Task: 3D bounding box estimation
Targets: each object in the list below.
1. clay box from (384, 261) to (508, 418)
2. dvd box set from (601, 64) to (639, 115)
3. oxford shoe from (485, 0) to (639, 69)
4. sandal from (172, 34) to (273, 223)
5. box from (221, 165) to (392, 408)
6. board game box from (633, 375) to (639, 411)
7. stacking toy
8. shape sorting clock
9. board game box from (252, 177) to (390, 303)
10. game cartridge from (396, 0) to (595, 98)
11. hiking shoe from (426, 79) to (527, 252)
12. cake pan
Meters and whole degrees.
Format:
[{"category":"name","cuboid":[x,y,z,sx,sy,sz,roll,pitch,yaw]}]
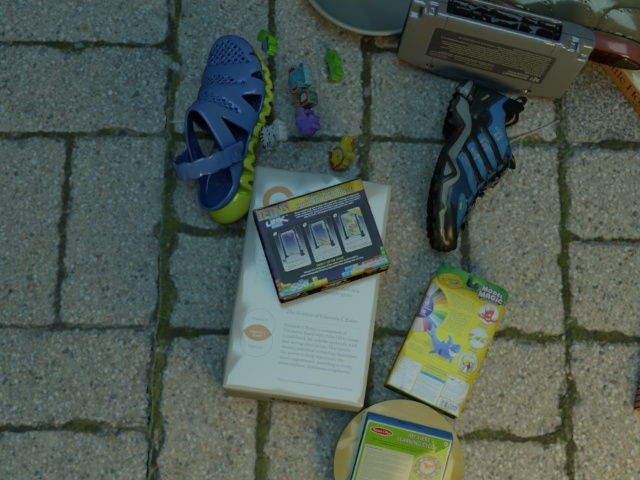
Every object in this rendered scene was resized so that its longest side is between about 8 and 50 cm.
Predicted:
[{"category":"clay box","cuboid":[0.205,0.159,1.600,0.127,0.053,0.222,25,76,5]},{"category":"dvd box set","cuboid":[0.672,-0.309,1.718,0.307,0.062,0.420,-33,80,-8]},{"category":"oxford shoe","cuboid":[0.396,-0.400,1.670,0.348,0.123,0.130,23,93,9]},{"category":"sandal","cuboid":[-0.164,-0.195,1.622,0.126,0.138,0.317,-9,70,34]},{"category":"box","cuboid":[-0.019,0.081,1.556,0.215,0.168,0.345,8,77,1]},{"category":"board game box","cuboid":[0.617,0.225,1.596,0.193,0.045,0.147,15,76,3]},{"category":"stacking toy","cuboid":[-0.029,-0.235,1.653,0.167,0.052,0.221,10,65,-41]},{"category":"shape sorting clock","cuboid":[0.122,0.351,1.552,0.206,0.040,0.206,0,91,-6]},{"category":"board game box","cuboid":[0.000,0.000,1.464,0.170,0.048,0.141,-17,75,-4]},{"category":"game cartridge","cuboid":[0.280,-0.319,1.642,0.297,0.198,0.062,14,77,0]},{"category":"hiking shoe","cuboid":[0.256,-0.120,1.637,0.132,0.113,0.304,13,77,3]},{"category":"cake pan","cuboid":[0.099,-0.487,1.754,0.293,0.054,0.293,0,76,-1]}]
